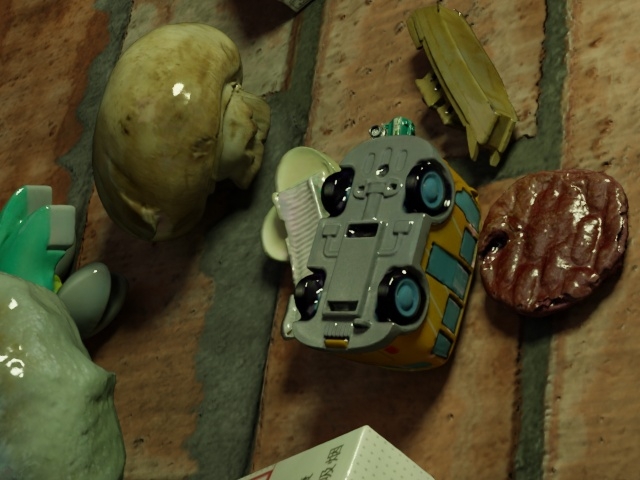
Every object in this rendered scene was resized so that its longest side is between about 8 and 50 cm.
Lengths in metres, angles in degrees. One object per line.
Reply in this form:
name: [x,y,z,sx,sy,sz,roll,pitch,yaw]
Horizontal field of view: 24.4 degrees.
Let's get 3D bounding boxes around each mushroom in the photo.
mushroom: [-0.155,-0.110,1.596,0.255,0.184,0.255,-164,90,-75]

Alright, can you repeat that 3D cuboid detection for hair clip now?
hair clip: [0.003,-0.001,1.477,0.159,0.071,0.218,-26,58,28]

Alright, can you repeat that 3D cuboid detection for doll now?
doll: [-0.331,0.055,1.712,0.258,0.153,0.195,-47,61,35]

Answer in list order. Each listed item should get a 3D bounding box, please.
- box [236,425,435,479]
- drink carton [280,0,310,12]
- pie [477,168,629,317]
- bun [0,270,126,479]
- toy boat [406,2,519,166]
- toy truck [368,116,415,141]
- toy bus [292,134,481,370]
box: [-0.064,0.305,1.254,0.330,0.095,0.210,-32,26,45]
drink carton: [-0.037,-0.393,1.711,0.134,0.102,0.222,-39,47,22]
pie: [0.208,0.001,1.318,0.153,0.038,0.153,-18,58,31]
bun: [-0.339,0.179,1.535,0.211,0.362,0.362,-31,32,-33]
toy boat: [0.132,-0.154,1.455,0.072,0.064,0.206,-48,42,31]
toy truck: [0.072,-0.082,1.484,0.044,0.039,0.083,-7,60,24]
toy bus: [0.072,0.020,1.354,0.126,0.136,0.209,-3,65,43]
